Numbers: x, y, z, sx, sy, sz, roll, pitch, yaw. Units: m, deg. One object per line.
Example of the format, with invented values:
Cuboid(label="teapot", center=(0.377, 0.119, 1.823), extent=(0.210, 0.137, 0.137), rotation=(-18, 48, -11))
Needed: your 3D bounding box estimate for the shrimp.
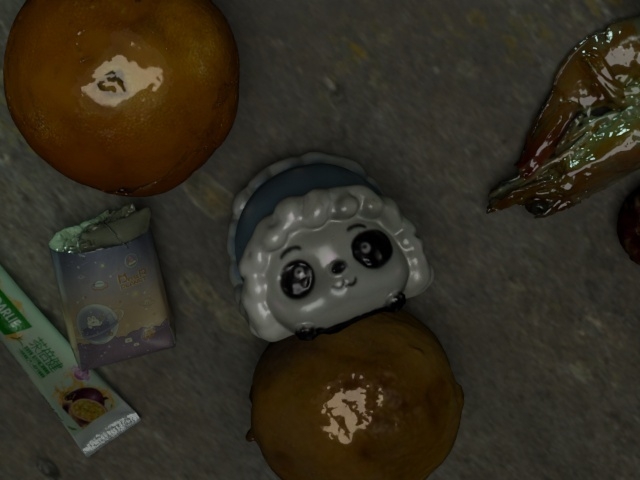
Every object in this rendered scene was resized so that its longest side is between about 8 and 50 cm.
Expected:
Cuboid(label="shrimp", center=(0.293, -0.125, 1.441), extent=(0.294, 0.062, 0.154), rotation=(-39, 91, 6))

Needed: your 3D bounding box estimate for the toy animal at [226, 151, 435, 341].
Cuboid(label="toy animal", center=(0.000, 0.000, 1.393), extent=(0.208, 0.204, 0.156), rotation=(-18, 109, -5))

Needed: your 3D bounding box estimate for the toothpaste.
Cuboid(label="toothpaste", center=(-0.327, 0.109, 1.495), extent=(0.058, 0.056, 0.314), rotation=(-18, 115, 45))

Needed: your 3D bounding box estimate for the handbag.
Cuboid(label="handbag", center=(-0.229, 0.046, 1.458), extent=(0.117, 0.095, 0.173), rotation=(-14, 113, -14))

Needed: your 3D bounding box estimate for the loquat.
Cuboid(label="loquat", center=(0.038, 0.175, 1.448), extent=(0.238, 0.193, 0.238), rotation=(0, 113, -1))

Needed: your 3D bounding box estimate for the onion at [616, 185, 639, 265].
Cuboid(label="onion", center=(0.379, -0.017, 1.457), extent=(0.107, 0.097, 0.107), rotation=(-1, 88, 39))

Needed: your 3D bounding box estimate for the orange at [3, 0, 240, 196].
Cuboid(label="orange", center=(-0.196, -0.166, 1.330), extent=(0.240, 0.240, 0.240), rotation=(0, 106, -2))
